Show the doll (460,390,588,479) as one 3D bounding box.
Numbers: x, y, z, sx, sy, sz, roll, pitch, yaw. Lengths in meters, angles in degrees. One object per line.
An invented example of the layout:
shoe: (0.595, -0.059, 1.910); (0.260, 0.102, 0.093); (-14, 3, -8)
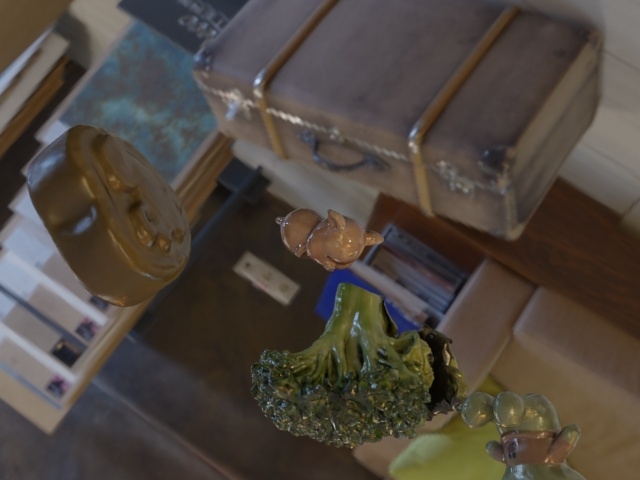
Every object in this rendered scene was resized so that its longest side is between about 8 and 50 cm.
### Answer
doll: (0.290, 0.312, 1.259); (0.155, 0.113, 0.275); (-34, 74, 47)

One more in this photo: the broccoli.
broccoli: (0.064, 0.228, 1.564); (0.324, 0.272, 0.334); (31, -178, 29)

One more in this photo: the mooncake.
mooncake: (-0.258, -0.036, 1.264); (0.117, 0.235, 0.235); (-34, 114, 20)

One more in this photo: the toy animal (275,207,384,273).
toy animal: (0.001, -0.007, 1.291); (0.150, 0.083, 0.089); (9, 105, 36)
